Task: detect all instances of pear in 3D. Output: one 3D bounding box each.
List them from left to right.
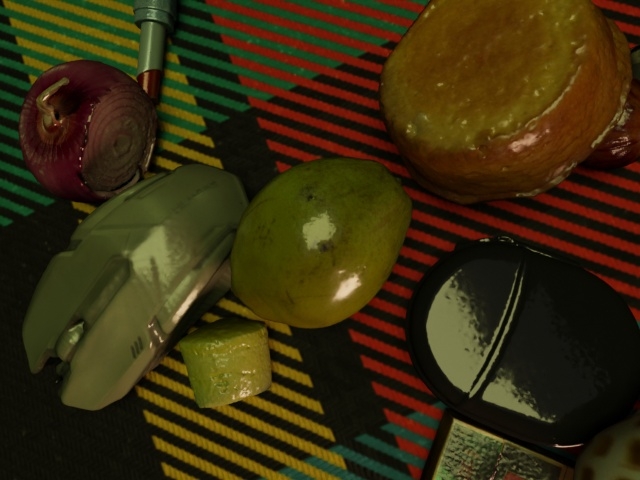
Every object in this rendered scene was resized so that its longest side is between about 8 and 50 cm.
[{"bbox_3d":[0.000,0.000,0.631,0.269,0.212,0.213,-35,79,8],"label":"pear"}]

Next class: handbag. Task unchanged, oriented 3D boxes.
[{"bbox_3d":[0.269,0.129,0.629,0.307,0.093,0.254,21,81,9],"label":"handbag"}]

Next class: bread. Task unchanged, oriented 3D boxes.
[{"bbox_3d":[-0.136,0.174,0.679,0.129,0.111,0.115,-13,89,10],"label":"bread"},{"bbox_3d":[0.223,-0.197,0.612,0.311,0.172,0.313,-10,72,34],"label":"bread"}]

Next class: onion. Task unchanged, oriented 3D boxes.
[{"bbox_3d":[-0.368,-0.169,0.725,0.200,0.201,0.208,6,117,8],"label":"onion"}]

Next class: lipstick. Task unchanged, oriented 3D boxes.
[{"bbox_3d":[-0.281,-0.361,0.790,0.068,0.061,0.274,4,88,3],"label":"lipstick"}]

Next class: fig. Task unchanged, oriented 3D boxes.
[{"bbox_3d":[0.384,-0.154,0.652,0.150,0.128,0.129,-31,79,27],"label":"fig"}]

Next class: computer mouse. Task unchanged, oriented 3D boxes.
[{"bbox_3d":[-0.276,0.055,0.691,0.228,0.145,0.429,41,89,8],"label":"computer mouse"}]

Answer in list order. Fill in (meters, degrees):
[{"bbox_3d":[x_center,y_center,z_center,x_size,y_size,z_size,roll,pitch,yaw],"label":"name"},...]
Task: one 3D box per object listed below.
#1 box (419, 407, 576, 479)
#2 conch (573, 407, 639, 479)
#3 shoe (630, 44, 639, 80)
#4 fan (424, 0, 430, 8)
[{"bbox_3d":[0.257,0.347,0.619,0.239,0.071,0.160,20,87,9],"label":"box"},{"bbox_3d":[0.373,0.269,0.503,0.275,0.182,0.149,-51,37,10],"label":"conch"},{"bbox_3d":[0.536,-0.226,0.666,0.194,0.074,0.077,15,96,12],"label":"shoe"},{"bbox_3d":[0.204,-0.411,0.755,0.057,0.023,0.282,18,86,16],"label":"fan"}]
